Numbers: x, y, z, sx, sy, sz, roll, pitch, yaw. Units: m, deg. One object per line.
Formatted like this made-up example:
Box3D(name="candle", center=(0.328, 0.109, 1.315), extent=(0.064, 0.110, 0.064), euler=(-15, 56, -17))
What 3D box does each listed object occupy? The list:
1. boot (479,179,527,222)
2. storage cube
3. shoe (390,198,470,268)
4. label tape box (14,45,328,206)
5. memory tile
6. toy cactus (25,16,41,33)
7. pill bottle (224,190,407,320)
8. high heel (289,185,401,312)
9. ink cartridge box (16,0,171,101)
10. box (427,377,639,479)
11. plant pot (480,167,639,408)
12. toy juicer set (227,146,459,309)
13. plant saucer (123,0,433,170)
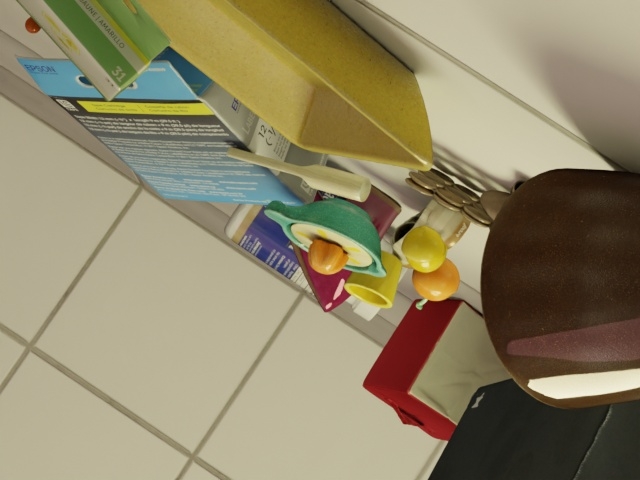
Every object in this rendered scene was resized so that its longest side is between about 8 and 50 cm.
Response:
Box3D(name="boot", center=(0.215, -0.039, 1.612), extent=(0.118, 0.042, 0.087), euler=(29, 165, 26))
Box3D(name="storage cube", center=(0.221, 0.226, 2.573), extent=(0.183, 0.215, 0.193), euler=(37, 166, -16))
Box3D(name="shoe", center=(0.132, -0.015, 1.962), extent=(0.058, 0.076, 0.219), euler=(34, 164, -8))
Box3D(name="label tape box", center=(-0.177, -0.171, 1.897), extent=(0.249, 0.115, 0.348), euler=(5, 154, 33))
Box3D(name="memory tile", center=(0.170, -0.039, 1.711), extent=(0.148, 0.012, 0.113), euler=(33, -164, 13))
Box3D(name="toy cactus", center=(-0.273, -0.288, 1.917), extent=(0.180, 0.112, 0.219), euler=(27, 168, -37))
Box3D(name="pill bottle", center=(0.000, 0.000, 2.293), extent=(0.264, 0.153, 0.153), euler=(34, 172, -1))
Box3D(name="high heel", center=(-0.084, -0.066, 2.124), extent=(0.377, 0.181, 0.127), euler=(32, 172, 15))
Box3D(name="ink cartridge box", center=(-0.247, -0.237, 1.587), extent=(0.171, 0.056, 0.235), euler=(49, 169, -9))
Box3D(name="box", center=(0.445, 0.417, 2.129), extent=(0.472, 0.297, 0.480), euler=(37, 157, -9))
Box3D(name="plant pot", center=(0.287, 0.036, 1.249), extent=(0.215, 0.215, 0.230), euler=(38, 158, -26))
Box3D(name="toy juicer set", center=(0.043, 0.003, 1.849), extent=(0.209, 0.089, 0.329), euler=(8, 156, 44))
Box3D(name="plant saucer", center=(-0.056, -0.207, 1.528), extent=(0.332, 0.081, 0.333), euler=(37, 172, -24))
